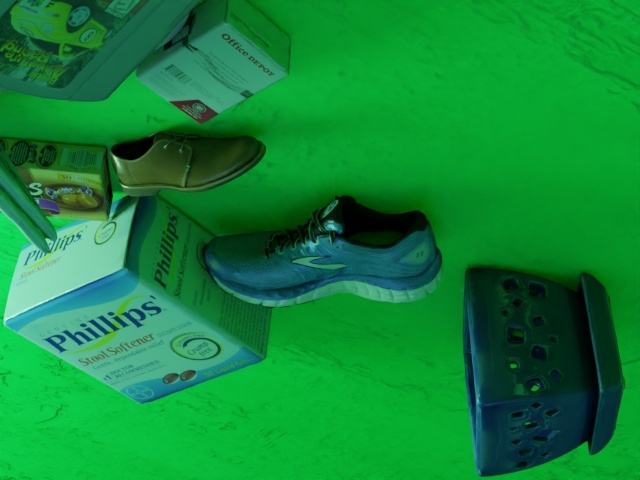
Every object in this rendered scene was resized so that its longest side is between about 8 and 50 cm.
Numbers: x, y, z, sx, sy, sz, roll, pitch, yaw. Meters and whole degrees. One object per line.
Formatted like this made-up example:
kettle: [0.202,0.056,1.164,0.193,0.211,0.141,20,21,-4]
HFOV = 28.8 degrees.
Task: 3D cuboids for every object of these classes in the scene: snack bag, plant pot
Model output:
snack bag: [-0.432,-0.174,1.371,0.037,0.323,0.342,-36,140,-6]
plant pot: [0.322,0.189,1.833,0.212,0.236,0.236,-5,143,3]

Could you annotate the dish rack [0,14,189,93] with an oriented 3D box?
dish rack: [-0.258,-0.301,1.263,0.286,0.072,0.332,-20,153,-26]

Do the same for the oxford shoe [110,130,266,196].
oxford shoe: [-0.175,-0.109,1.608,0.212,0.076,0.076,-8,132,17]

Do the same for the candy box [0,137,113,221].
candy box: [-0.379,-0.083,1.683,0.187,0.053,0.109,4,145,-1]

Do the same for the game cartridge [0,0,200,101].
game cartridge: [-0.265,-0.232,1.240,0.196,0.060,0.294,-39,155,21]

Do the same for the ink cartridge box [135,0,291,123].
ink cartridge box: [-0.123,-0.214,1.458,0.150,0.063,0.109,-25,136,34]

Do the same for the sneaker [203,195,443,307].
sneaker: [0.000,0.000,1.717,0.330,0.129,0.147,-3,129,6]

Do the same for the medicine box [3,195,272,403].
medicine box: [-0.261,0.090,1.828,0.264,0.149,0.289,-23,137,33]
